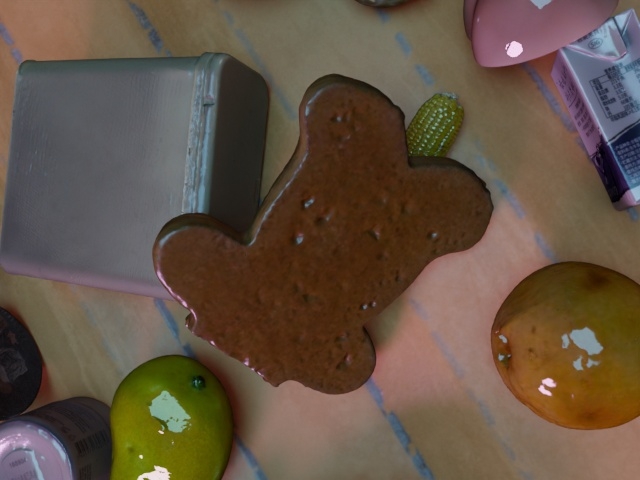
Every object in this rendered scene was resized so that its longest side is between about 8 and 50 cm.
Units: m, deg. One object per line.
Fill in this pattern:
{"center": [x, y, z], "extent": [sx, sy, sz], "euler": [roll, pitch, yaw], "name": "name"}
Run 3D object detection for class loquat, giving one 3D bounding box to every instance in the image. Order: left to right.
{"center": [0.320, 0.128, 0.813], "extent": [0.208, 0.208, 0.208], "euler": [0, 89, 15], "name": "loquat"}

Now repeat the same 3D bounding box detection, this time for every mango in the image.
{"center": [-0.221, 0.304, 0.978], "extent": [0.186, 0.149, 0.272], "euler": [5, 96, 8], "name": "mango"}

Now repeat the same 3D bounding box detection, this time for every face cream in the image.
{"center": [-0.415, 0.345, 1.025], "extent": [0.177, 0.153, 0.177], "euler": [0, 90, 15], "name": "face cream"}

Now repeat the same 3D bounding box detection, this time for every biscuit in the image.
{"center": [0.000, 0.000, 0.868], "extent": [0.368, 0.076, 0.394], "euler": [35, 97, -26], "name": "biscuit"}

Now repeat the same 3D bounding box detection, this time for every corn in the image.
{"center": [0.136, -0.117, 0.933], "extent": [0.067, 0.067, 0.206], "euler": [34, 100, 13], "name": "corn"}

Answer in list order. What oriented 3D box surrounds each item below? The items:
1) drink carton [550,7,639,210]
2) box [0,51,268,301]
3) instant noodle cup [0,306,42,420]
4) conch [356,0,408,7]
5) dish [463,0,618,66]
{"center": [0.383, -0.158, 0.832], "extent": [0.102, 0.134, 0.222], "euler": [-26, 82, 16], "name": "drink carton"}
{"center": [-0.280, -0.095, 0.989], "extent": [0.344, 0.177, 0.351], "euler": [6, 91, 16], "name": "box"}
{"center": [-0.604, 0.229, 1.055], "extent": [0.207, 0.217, 0.217], "euler": [-31, 81, 19], "name": "instant noodle cup"}
{"center": [0.077, -0.391, 0.938], "extent": [0.173, 0.106, 0.116], "euler": [18, 73, -3], "name": "conch"}
{"center": [0.265, -0.324, 0.830], "extent": [0.213, 0.213, 0.090], "euler": [-31, 125, 12], "name": "dish"}
